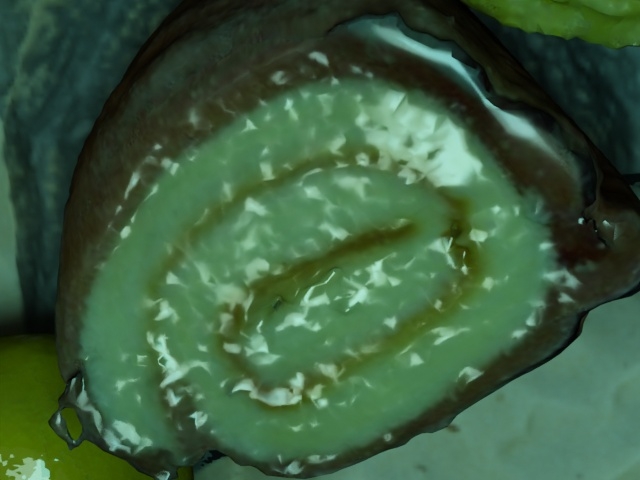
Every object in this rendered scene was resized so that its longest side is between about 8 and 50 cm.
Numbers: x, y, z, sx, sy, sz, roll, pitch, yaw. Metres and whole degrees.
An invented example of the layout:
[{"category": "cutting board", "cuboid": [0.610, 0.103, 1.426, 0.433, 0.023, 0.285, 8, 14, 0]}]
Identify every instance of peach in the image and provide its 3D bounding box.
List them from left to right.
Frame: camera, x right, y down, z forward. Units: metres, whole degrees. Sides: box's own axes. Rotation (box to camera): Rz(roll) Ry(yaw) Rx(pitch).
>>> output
[{"category": "peach", "cuboid": [-0.141, 0.122, 0.802, 0.179, 0.103, 0.179, 3, 118, 6]}]

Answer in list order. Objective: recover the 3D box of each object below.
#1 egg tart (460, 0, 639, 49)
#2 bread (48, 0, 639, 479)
[{"category": "egg tart", "cuboid": [0.098, -0.207, 0.589, 0.294, 0.123, 0.294, 1, 101, 6]}, {"category": "bread", "cuboid": [-0.009, -0.009, 0.716, 0.244, 0.123, 0.190, -35, 105, 19]}]
